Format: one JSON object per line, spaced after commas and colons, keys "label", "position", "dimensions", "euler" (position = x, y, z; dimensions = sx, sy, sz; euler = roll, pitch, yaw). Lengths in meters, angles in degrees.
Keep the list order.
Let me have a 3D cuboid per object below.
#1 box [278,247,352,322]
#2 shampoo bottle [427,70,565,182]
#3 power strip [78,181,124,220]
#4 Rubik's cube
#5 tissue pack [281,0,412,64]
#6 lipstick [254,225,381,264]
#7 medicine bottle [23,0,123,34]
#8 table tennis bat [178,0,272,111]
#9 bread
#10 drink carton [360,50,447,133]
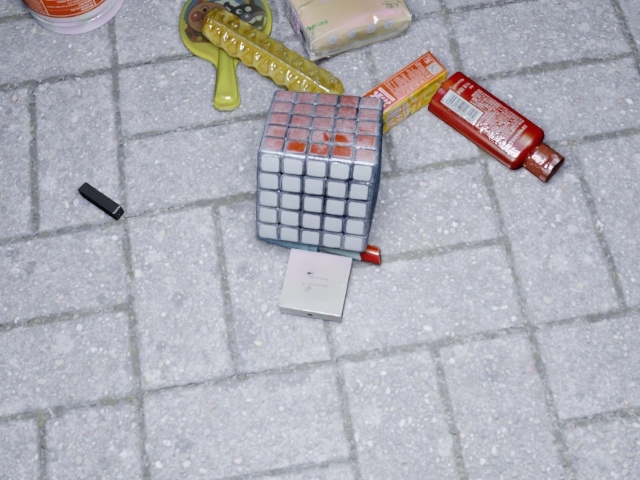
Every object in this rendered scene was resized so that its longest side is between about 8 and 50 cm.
{"label": "box", "position": [-0.009, 0.093, 1.805], "dimensions": [0.129, 0.051, 0.130], "euler": [9, 67, 7]}
{"label": "shampoo bottle", "position": [0.388, -0.245, 1.913], "dimensions": [0.314, 0.076, 0.118], "euler": [39, 73, 17]}
{"label": "power strip", "position": [-0.482, -0.087, 1.919], "dimensions": [0.111, 0.038, 0.029], "euler": [33, 72, 15]}
{"label": "Rubik's cube", "position": [0.003, -0.143, 1.774], "dimensions": [0.238, 0.237, 0.237], "euler": [7, 41, 6]}
{"label": "tissue pack", "position": [0.057, -0.535, 2.034], "dimensions": [0.257, 0.123, 0.215], "euler": [-19, 65, -12]}
{"label": "lipstick", "position": [0.000, 0.000, 1.838], "dimensions": [0.274, 0.061, 0.068], "euler": [14, 75, 10]}
{"label": "medicine bottle", "position": [-0.612, -0.658, 2.063], "dimensions": [0.253, 0.241, 0.252], "euler": [-1, 66, 2]}
{"label": "table tennis bat", "position": [-0.225, -0.465, 2.058], "dimensions": [0.224, 0.054, 0.368], "euler": [-1, 64, -1]}
{"label": "bread", "position": [-0.111, -0.413, 1.985], "dimensions": [0.367, 0.077, 0.084], "euler": [32, 112, 2]}
{"label": "drink carton", "position": [0.175, -0.319, 1.946], "dimensions": [0.223, 0.096, 0.071], "euler": [-35, 69, -11]}
